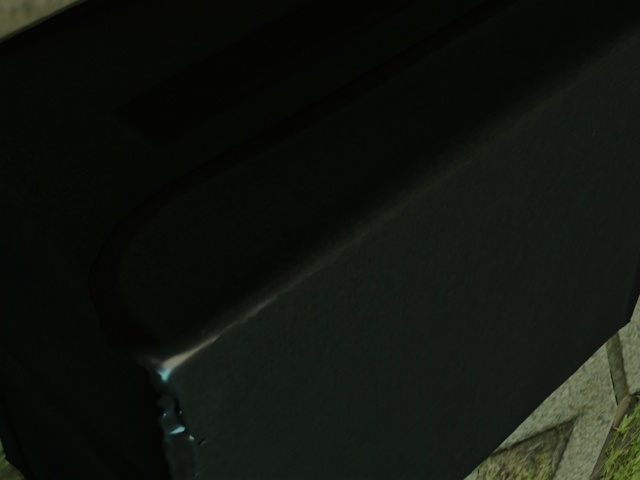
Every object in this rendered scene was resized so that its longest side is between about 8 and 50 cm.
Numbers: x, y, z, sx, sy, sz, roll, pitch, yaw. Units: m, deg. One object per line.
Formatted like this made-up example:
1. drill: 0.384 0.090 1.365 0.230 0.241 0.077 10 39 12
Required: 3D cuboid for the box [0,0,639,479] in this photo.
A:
1. box: 0.001 0.000 0.579 0.345 0.204 0.251 -34 141 -30
